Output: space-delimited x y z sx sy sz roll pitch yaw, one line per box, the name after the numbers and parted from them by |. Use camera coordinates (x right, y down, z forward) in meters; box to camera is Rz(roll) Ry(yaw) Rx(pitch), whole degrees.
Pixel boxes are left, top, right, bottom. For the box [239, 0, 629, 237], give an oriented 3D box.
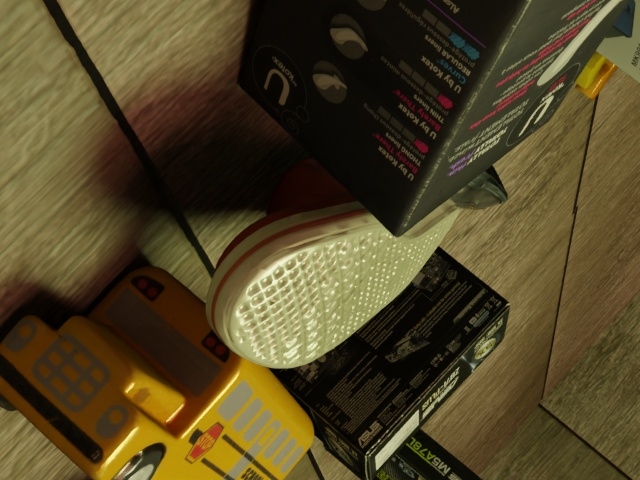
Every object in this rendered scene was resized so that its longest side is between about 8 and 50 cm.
0.083 -0.157 0.672 0.165 0.143 0.270 -36 163 -34 | box

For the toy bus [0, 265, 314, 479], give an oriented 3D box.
-0.101 0.117 0.853 0.130 0.108 0.332 -48 160 -8 | toy bus

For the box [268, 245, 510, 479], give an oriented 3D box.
0.046 0.084 1.053 0.180 0.147 0.077 -45 159 -17 | box

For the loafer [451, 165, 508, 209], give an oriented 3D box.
0.124 -0.056 1.119 0.061 0.062 0.170 -31 160 13 | loafer

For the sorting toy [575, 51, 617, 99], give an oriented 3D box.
0.323 -0.276 1.173 0.307 0.041 0.229 -55 164 14 | sorting toy

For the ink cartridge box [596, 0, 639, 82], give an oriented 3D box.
0.213 -0.200 0.810 0.093 0.212 0.154 -37 157 -24 | ink cartridge box

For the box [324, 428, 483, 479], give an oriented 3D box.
0.085 0.244 1.357 0.045 0.191 0.184 -44 160 -23 | box

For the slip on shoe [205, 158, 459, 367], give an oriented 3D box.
0.000 0.000 0.827 0.123 0.101 0.331 -57 168 20 | slip on shoe
